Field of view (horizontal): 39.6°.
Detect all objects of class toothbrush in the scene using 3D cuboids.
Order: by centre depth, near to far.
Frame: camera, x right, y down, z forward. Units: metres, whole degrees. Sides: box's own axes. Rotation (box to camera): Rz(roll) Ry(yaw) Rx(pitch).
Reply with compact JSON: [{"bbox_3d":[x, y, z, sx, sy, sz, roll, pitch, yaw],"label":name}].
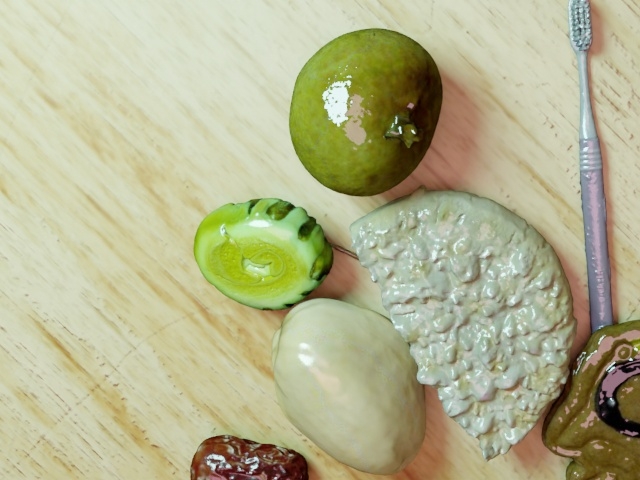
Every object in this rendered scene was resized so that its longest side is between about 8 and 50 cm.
[{"bbox_3d":[0.269,-0.065,0.878,0.024,0.029,0.353,-5,100,13],"label":"toothbrush"}]

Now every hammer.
[{"bbox_3d":[0.000,0.000,0.938,0.123,0.014,0.029,24,114,0],"label":"hammer"}]

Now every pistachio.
[{"bbox_3d":[0.034,0.148,0.907,0.145,0.117,0.200,-40,94,8],"label":"pistachio"}]

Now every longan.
[{"bbox_3d":[0.048,-0.118,0.829,0.145,0.176,0.154,-15,111,-26],"label":"longan"}]

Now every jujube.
[{"bbox_3d":[-0.077,0.252,0.968,0.129,0.077,0.077,4,101,-4],"label":"jujube"}]

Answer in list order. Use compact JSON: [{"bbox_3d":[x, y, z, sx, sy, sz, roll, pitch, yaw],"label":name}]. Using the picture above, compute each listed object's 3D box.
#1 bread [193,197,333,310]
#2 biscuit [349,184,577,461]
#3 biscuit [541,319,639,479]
[{"bbox_3d":[-0.057,0.010,0.906,0.139,0.071,0.130,-30,109,32],"label":"bread"},{"bbox_3d":[0.164,0.069,0.893,0.179,0.084,0.281,-28,98,7],"label":"biscuit"},{"bbox_3d":[0.343,0.178,0.899,0.208,0.041,0.290,31,103,-5],"label":"biscuit"}]
